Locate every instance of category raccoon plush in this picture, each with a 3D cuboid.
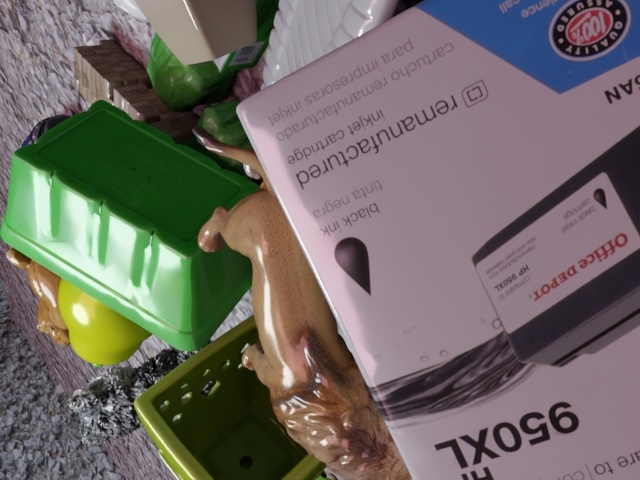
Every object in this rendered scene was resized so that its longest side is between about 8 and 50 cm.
[{"bbox_3d":[-0.330,0.362,1.119,0.447,0.299,0.215,6,114,46],"label":"raccoon plush"}]

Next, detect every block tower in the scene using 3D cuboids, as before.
[{"bbox_3d":[-0.346,-0.253,0.975,0.335,0.097,0.090,44,136,25],"label":"block tower"}]

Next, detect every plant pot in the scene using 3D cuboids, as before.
[{"bbox_3d":[-0.139,-0.273,0.630,0.109,0.109,0.096,12,131,44],"label":"plant pot"},{"bbox_3d":[-0.104,0.286,0.757,0.227,0.228,0.207,38,141,25],"label":"plant pot"}]

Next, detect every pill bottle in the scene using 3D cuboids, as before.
[{"bbox_3d":[-0.671,-0.240,1.317,0.219,0.123,0.122,-12,100,50],"label":"pill bottle"}]

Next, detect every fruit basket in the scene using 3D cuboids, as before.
[{"bbox_3d":[-0.289,0.026,0.828,0.393,0.283,0.391,20,138,19],"label":"fruit basket"}]

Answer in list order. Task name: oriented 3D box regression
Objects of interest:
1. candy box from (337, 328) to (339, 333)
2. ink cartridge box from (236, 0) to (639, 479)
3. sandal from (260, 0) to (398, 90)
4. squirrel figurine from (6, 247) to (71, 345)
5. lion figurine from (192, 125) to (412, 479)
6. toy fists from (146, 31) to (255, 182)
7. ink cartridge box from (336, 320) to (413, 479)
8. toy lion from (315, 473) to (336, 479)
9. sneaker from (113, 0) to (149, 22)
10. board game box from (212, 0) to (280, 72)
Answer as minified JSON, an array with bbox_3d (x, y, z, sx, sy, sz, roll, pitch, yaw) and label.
[{"bbox_3d":[-0.004,0.157,0.816,0.183,0.088,0.316,24,127,37],"label":"candy box"},{"bbox_3d":[0.161,0.019,0.400,0.286,0.166,0.394,-26,91,12],"label":"ink cartridge box"},{"bbox_3d":[0.011,-0.210,0.608,0.416,0.102,0.169,-46,59,62],"label":"sandal"},{"bbox_3d":[-0.490,0.018,1.082,0.370,0.281,0.396,138,133,-80],"label":"squirrel figurine"},{"bbox_3d":[-0.028,0.059,0.541,0.240,0.142,0.391,15,131,65],"label":"lion figurine"},{"bbox_3d":[-0.172,-0.208,0.807,0.142,0.096,0.279,-18,97,63],"label":"toy fists"},{"bbox_3d":[0.161,0.190,0.623,0.211,0.122,0.288,-9,102,50],"label":"ink cartridge box"},{"bbox_3d":[0.005,0.499,1.036,0.096,0.034,0.100,-26,90,58],"label":"toy lion"},{"bbox_3d":[-0.245,-0.434,0.658,0.129,0.111,0.296,4,113,41],"label":"sneaker"},{"bbox_3d":[-0.141,-0.425,0.678,0.242,0.064,0.316,-38,81,50],"label":"board game box"}]
